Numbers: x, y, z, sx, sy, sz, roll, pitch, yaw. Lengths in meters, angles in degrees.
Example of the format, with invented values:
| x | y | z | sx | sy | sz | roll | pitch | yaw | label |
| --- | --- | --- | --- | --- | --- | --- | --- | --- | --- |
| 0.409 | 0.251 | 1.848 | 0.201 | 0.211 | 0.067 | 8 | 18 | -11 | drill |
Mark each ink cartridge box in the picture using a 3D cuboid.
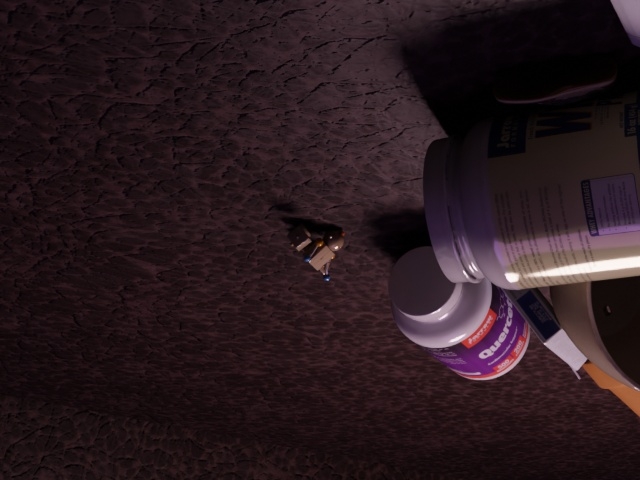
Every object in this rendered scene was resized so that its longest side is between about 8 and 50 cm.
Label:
| x | y | z | sx | sy | sz | roll | pitch | yaw | label |
| --- | --- | --- | --- | --- | --- | --- | --- | --- | --- |
| 0.370 | 0.115 | 1.897 | 0.045 | 0.223 | 0.224 | -39 | 146 | 9 | ink cartridge box |

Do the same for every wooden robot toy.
| x | y | z | sx | sy | sz | roll | pitch | yaw | label |
| --- | --- | --- | --- | --- | --- | --- | --- | --- | --- |
| 0.000 | 0.000 | 1.866 | 0.079 | 0.076 | 0.173 | -38 | 149 | 3 | wooden robot toy |

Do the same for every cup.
| x | y | z | sx | sy | sz | roll | pitch | yaw | label |
| --- | --- | --- | --- | --- | --- | --- | --- | --- | --- |
| 0.484 | 0.071 | 1.694 | 0.331 | 0.331 | 0.237 | 11 | 175 | -20 | cup |

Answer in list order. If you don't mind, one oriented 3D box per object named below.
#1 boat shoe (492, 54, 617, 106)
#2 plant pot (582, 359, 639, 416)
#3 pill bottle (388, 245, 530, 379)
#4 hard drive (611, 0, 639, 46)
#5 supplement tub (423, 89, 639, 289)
| x | y | z | sx | sy | sz | roll | pitch | yaw | label |
| --- | --- | --- | --- | --- | --- | --- | --- | --- | --- |
| 0.291 | -0.188 | 1.370 | 0.152 | 0.056 | 0.049 | -6 | 151 | 19 | boat shoe |
| 0.628 | 0.211 | 1.923 | 0.291 | 0.203 | 0.291 | -35 | 177 | -2 | plant pot |
| 0.241 | 0.124 | 1.958 | 0.181 | 0.181 | 0.323 | -9 | 155 | 26 | pill bottle |
| 0.383 | -0.267 | 1.062 | 0.233 | 0.047 | 0.353 | 9 | 170 | 28 | hard drive |
| 0.318 | -0.060 | 1.442 | 0.325 | 0.235 | 0.235 | -8 | 155 | 23 | supplement tub |
